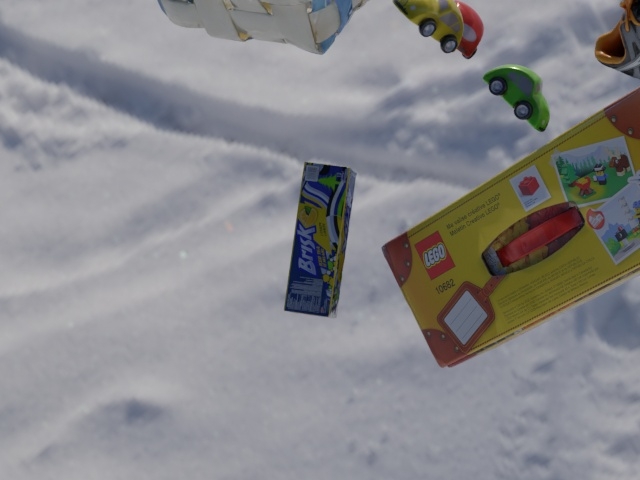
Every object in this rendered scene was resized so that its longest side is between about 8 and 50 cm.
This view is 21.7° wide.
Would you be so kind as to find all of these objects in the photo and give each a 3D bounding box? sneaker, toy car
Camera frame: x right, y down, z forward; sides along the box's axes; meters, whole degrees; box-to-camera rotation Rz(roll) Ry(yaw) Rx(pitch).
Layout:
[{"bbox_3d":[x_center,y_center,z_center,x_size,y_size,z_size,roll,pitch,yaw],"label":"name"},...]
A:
[{"bbox_3d":[0.343,-0.228,1.674,0.083,0.215,0.084,9,57,-8],"label":"sneaker"},{"bbox_3d":[0.202,-0.222,2.012,0.053,0.225,0.239,-48,-12,13],"label":"toy car"}]

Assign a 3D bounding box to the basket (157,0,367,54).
[{"bbox_3d":[-0.009,-0.286,1.049,0.201,0.255,0.289,20,59,31],"label":"basket"}]

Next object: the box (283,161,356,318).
[{"bbox_3d":[0.000,0.000,1.854,0.054,0.059,0.169,8,87,9],"label":"box"}]

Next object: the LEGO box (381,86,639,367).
[{"bbox_3d":[0.386,-0.048,2.163,0.372,0.193,0.500,-20,-9,-42],"label":"LEGO box"}]
